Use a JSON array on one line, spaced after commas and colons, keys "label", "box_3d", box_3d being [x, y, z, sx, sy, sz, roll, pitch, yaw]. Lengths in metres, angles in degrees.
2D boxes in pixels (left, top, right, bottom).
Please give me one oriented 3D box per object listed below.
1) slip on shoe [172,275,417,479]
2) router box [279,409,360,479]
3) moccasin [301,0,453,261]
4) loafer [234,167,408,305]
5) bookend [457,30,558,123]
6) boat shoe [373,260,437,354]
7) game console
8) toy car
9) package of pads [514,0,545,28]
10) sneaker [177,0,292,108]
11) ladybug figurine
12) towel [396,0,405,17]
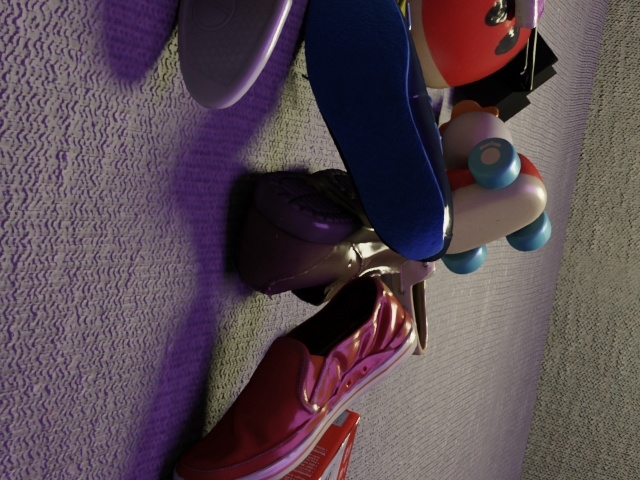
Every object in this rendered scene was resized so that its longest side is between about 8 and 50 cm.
[{"label": "slip on shoe", "box_3d": [-0.032, 0.152, 1.434, 0.331, 0.123, 0.101, -39, 119, -28]}, {"label": "router box", "box_3d": [-0.072, 0.385, 1.505, 0.301, 0.082, 0.336, -49, 155, -57]}, {"label": "moccasin", "box_3d": [0.061, -0.131, 1.505, 0.117, 0.137, 0.342, 37, 41, -69]}, {"label": "loafer", "box_3d": [0.000, 0.000, 1.550, 0.130, 0.134, 0.366, -55, 156, 14]}, {"label": "bookend", "box_3d": [0.320, -0.266, 2.263, 0.157, 0.072, 0.156, -37, 166, 13]}, {"label": "boat shoe", "box_3d": [0.121, 0.021, 1.925, 0.109, 0.098, 0.302, -44, 141, -61]}, {"label": "game console", "box_3d": [0.278, -0.418, 2.051, 0.213, 0.043, 0.361, -117, -157, -57]}, {"label": "toy car", "box_3d": [0.225, -0.113, 2.109, 0.219, 0.210, 0.238, 52, 21, -50]}, {"label": "package of pads", "box_3d": [0.268, -0.318, 1.753, 0.083, 0.032, 0.050, 81, 31, -47]}, {"label": "sneaker", "box_3d": [-0.043, -0.239, 1.257, 0.147, 0.104, 0.296, 44, 54, -63]}, {"label": "ladybug figurine", "box_3d": [0.198, -0.367, 1.826, 0.449, 0.161, 0.305, 59, 45, -65]}, {"label": "towel", "box_3d": [0.083, -0.211, 1.715, 0.237, 0.021, 0.102, 80, 29, -71]}]
